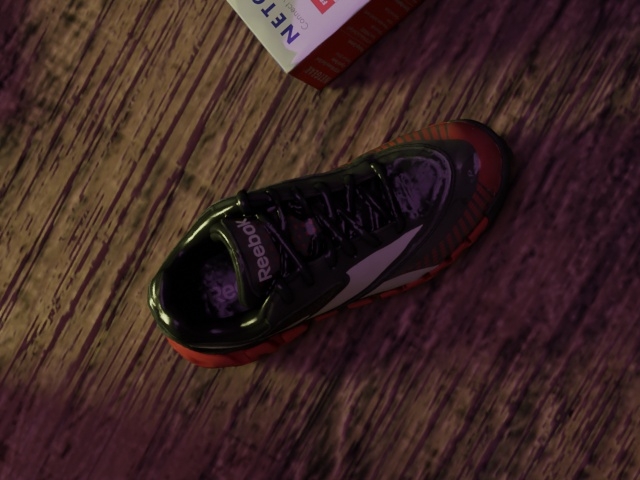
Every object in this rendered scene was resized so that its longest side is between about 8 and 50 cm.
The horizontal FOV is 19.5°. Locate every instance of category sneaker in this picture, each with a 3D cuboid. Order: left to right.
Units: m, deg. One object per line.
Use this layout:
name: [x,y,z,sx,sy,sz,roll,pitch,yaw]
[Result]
sneaker: [0.000,0.001,1.246,0.276,0.135,0.097,-28,77,11]

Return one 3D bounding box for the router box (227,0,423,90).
router box: [-0.001,-0.329,1.297,0.301,0.082,0.335,-40,76,10]
